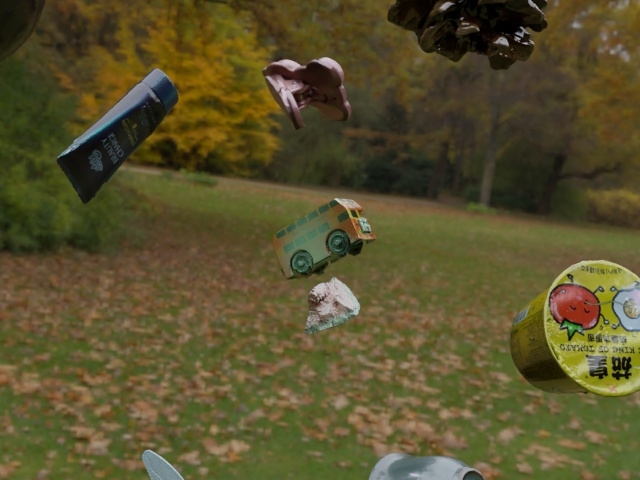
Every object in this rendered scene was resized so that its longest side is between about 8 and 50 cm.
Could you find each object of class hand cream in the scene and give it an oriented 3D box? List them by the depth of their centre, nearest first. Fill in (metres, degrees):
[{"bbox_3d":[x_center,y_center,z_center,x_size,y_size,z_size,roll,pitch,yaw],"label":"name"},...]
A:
[{"bbox_3d":[-0.366,-0.197,1.733,0.061,0.270,0.120,24,-29,31],"label":"hand cream"}]

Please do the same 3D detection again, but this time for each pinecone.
[{"bbox_3d":[0.152,-0.272,0.993,0.179,0.205,0.184,-25,-9,28],"label":"pinecone"}]

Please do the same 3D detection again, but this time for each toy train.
[{"bbox_3d":[0.000,0.000,1.642,0.188,0.099,0.072,-28,-10,27],"label":"toy train"}]

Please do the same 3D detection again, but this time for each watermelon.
[{"bbox_3d":[0.029,0.121,1.888,0.101,0.080,0.155,-6,11,13],"label":"watermelon"}]

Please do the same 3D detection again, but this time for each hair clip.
[{"bbox_3d":[-0.023,-0.241,1.506,0.102,0.123,0.138,-26,40,-7],"label":"hair clip"}]

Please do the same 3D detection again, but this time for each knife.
[{"bbox_3d":[-0.256,0.548,1.814,0.080,0.331,0.044,-23,-13,8],"label":"knife"}]

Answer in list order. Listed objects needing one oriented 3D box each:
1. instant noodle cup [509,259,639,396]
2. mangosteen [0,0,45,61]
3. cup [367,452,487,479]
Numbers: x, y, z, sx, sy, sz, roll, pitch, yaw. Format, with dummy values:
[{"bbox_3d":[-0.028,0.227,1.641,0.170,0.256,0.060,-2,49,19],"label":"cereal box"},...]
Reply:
[{"bbox_3d":[0.350,0.131,1.295,0.182,0.182,0.144,7,-17,-15],"label":"instant noodle cup"},{"bbox_3d":[-0.442,-0.285,1.106,0.228,0.265,0.228,23,37,-19],"label":"mangosteen"},{"bbox_3d":[0.192,0.418,1.515,0.199,0.199,0.150,4,-26,-45],"label":"cup"}]
